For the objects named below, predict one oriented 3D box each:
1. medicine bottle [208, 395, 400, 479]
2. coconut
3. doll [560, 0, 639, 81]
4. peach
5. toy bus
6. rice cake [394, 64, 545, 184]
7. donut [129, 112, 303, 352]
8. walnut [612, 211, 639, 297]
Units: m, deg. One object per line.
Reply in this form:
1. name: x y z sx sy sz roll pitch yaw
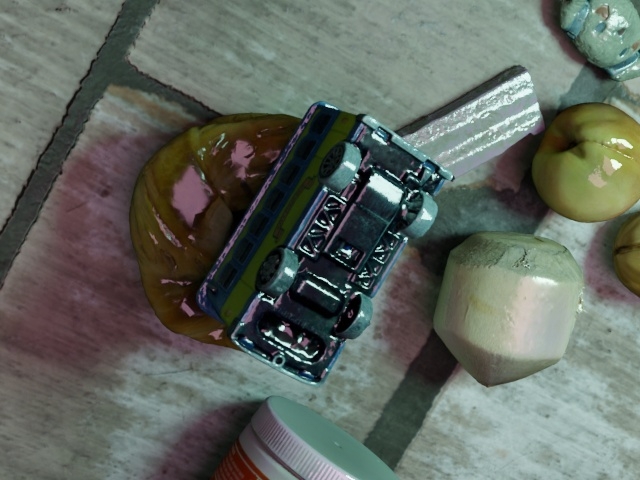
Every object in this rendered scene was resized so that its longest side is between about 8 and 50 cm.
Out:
1. medicine bottle: -0.041 0.391 1.527 0.252 0.252 0.241 34 94 -21
2. coconut: 0.276 0.104 1.570 0.224 0.224 0.234 -2 97 -16
3. doll: 0.427 -0.312 1.577 0.214 0.071 0.103 37 104 -29
4. peach: 0.405 -0.112 1.569 0.184 0.184 0.184 -4 105 -15
5. toy bus: 0.000 0.000 1.299 0.152 0.190 0.312 31 90 -26
6. rice cake: 0.193 -0.145 1.563 0.298 0.050 0.106 -28 110 -8
7. donut: -0.096 -0.012 1.454 0.360 0.170 0.360 -4 104 -17
8. walnut: 0.556 0.027 1.659 0.206 0.159 0.159 5 103 -16
